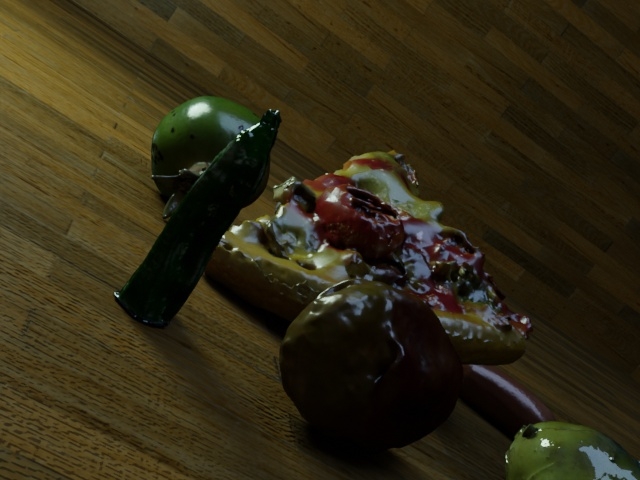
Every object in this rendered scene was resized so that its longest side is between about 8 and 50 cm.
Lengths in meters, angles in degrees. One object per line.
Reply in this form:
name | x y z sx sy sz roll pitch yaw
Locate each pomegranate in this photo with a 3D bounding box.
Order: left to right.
pomegranate | -0.162 -0.103 1.160 0.181 0.181 0.224 33 30 -15

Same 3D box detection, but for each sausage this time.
sausage | 0.278 0.242 1.250 0.194 0.077 0.077 37 9 11

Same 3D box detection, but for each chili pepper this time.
chili pepper | -0.102 -0.027 0.748 0.059 0.227 0.088 35 13 -4

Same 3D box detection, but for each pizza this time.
pizza | 0.073 -0.023 1.105 0.440 0.130 0.406 18 40 -12

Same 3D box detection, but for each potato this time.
potato | 0.293 0.290 0.831 0.169 0.143 0.248 19 17 -37

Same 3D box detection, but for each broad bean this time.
broad bean | 0.054 0.122 0.782 0.122 0.156 0.228 38 3 40

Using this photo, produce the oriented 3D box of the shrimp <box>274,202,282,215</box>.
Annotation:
shrimp | 0.011 0.029 1.206 0.145 0.116 0.343 32 21 -34
